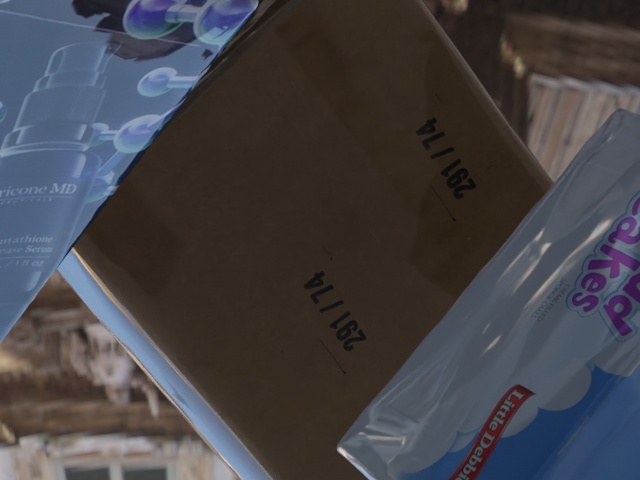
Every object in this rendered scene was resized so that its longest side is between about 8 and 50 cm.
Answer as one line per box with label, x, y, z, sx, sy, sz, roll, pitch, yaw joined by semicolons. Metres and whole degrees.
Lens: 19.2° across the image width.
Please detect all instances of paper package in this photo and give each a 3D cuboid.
paper package;0.000;0.000;1.347;0.309;0.168;0.325;-43;-73;-12

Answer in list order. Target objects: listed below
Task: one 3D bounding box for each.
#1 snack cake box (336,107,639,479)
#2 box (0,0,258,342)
snack cake box;0.146;0.100;0.663;0.152;0.264;0.089;-49;-146;-6
box;-0.278;-0.098;1.071;0.293;0.395;0.212;6;-133;-40
